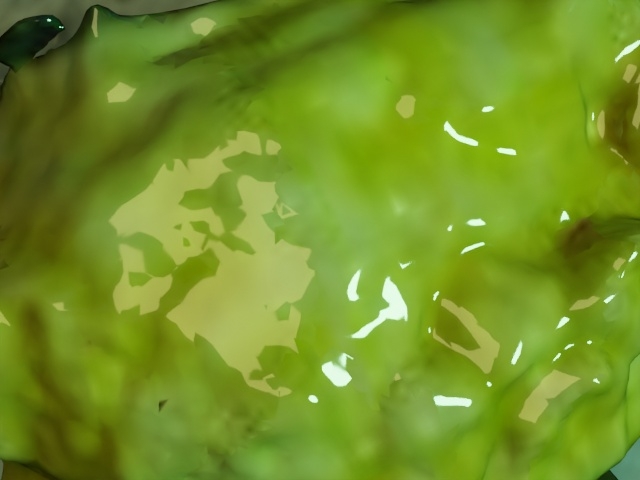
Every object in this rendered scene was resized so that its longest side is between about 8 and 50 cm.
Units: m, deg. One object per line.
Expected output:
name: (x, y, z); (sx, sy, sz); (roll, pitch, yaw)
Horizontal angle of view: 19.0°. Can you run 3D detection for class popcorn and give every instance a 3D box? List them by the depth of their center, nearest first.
popcorn: (0.000, 0.000, 0.650); (0.286, 0.215, 0.252); (-24, 31, -24)
